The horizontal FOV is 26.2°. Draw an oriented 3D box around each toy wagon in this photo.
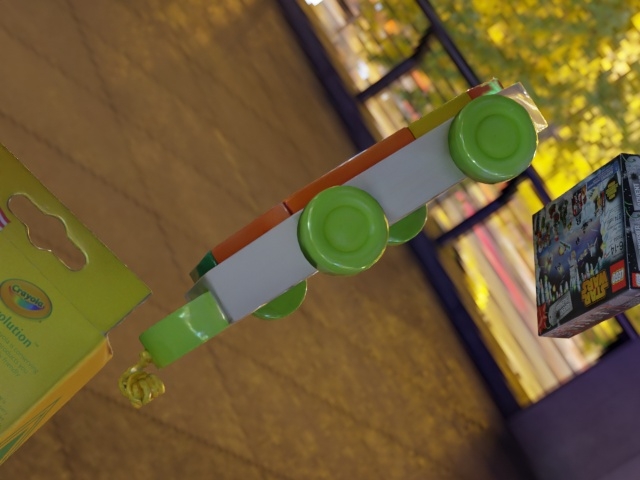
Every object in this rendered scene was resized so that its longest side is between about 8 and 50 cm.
[{"bbox_3d":[0.000,0.000,0.966,0.068,0.344,0.267,58,-16,2],"label":"toy wagon"}]

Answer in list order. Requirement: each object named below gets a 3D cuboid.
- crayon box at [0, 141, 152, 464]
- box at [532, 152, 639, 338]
[{"bbox_3d":[-0.314,0.092,1.107,0.202,0.318,0.081,45,-14,8],"label":"crayon box"},{"bbox_3d":[0.186,0.007,0.939,0.137,0.027,0.094,134,-42,-66],"label":"box"}]
